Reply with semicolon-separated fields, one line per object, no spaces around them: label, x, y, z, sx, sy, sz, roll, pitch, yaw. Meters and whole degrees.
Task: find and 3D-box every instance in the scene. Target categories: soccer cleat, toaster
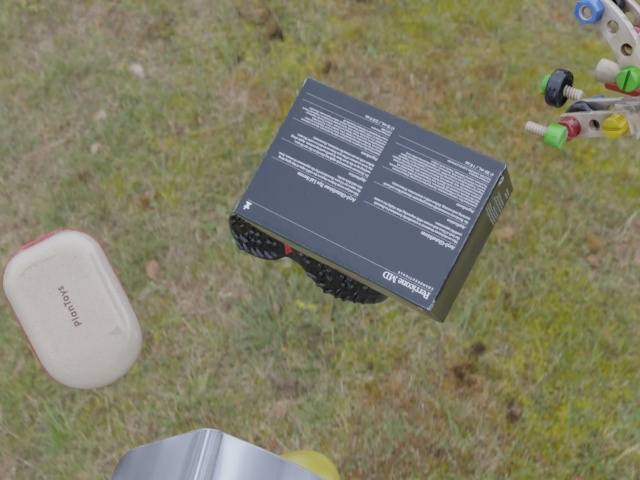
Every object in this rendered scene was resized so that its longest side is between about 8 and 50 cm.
soccer cleat;0.000;0.000;1.591;0.318;0.108;0.116;22;45;37
toaster;-0.088;0.252;0.902;0.168;0.186;0.110;31;54;-29

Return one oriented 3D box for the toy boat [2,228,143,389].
toy boat;-0.350;0.101;1.482;0.151;0.151;0.231;-26;93;-6

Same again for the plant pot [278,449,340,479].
plant pot;-0.025;0.330;1.355;0.134;0.134;0.095;20;27;15

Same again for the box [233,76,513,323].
box;0.062;-0.047;1.187;0.261;0.103;0.184;27;83;20

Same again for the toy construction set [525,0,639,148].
toy construction set;0.510;-0.240;1.576;0.237;0.309;0.257;24;105;29
